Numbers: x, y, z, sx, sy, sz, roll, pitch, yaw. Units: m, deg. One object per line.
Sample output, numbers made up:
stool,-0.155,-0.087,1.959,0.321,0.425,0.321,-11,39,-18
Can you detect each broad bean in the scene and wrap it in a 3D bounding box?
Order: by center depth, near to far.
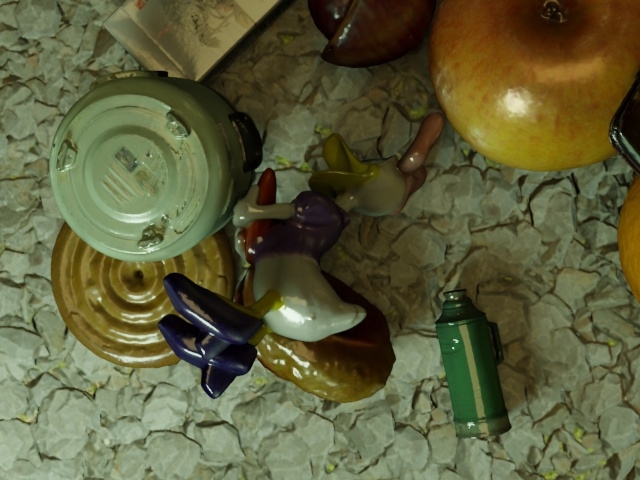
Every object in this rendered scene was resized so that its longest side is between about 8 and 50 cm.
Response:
broad bean,-0.008,0.113,1.168,0.228,0.156,0.122,37,135,-3

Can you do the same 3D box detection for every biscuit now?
biscuit,-0.242,0.047,1.227,0.262,0.037,0.262,0,90,4

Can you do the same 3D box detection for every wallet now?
wallet,0.377,-0.156,0.942,0.122,0.031,0.232,44,67,-19

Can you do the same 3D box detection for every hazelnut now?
hazelnut,0.061,-0.321,1.135,0.161,0.170,0.201,-6,80,-19

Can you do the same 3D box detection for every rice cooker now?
rice cooker,-0.192,-0.095,1.095,0.226,0.244,0.226,1,97,9

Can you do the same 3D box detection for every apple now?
apple,0.271,-0.227,1.068,0.299,0.275,0.299,0,87,10

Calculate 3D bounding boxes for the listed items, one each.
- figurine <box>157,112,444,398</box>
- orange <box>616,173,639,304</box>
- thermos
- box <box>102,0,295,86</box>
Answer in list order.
figurine,-0.006,0.001,1.061,0.193,0.154,0.421,30,61,10
orange,0.494,-0.006,1.033,0.312,0.312,0.312,0,91,5
thermos,0.198,0.155,1.173,0.083,0.073,0.187,-12,90,6
box,-0.152,-0.309,1.200,0.233,0.067,0.149,-43,86,4
